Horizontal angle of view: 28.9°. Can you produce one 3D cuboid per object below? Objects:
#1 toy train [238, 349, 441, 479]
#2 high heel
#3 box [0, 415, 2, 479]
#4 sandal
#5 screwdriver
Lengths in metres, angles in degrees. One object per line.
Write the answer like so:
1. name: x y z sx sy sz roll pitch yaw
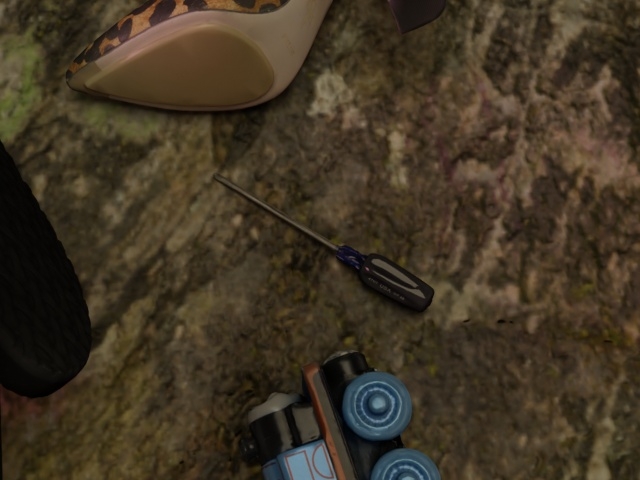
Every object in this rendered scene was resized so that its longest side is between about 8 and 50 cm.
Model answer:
1. toy train: 0.019 0.159 0.737 0.105 0.080 0.184 -17 73 -8
2. high heel: -0.057 -0.188 0.870 0.261 0.093 0.186 -16 50 -1
3. box: -0.245 0.087 0.621 0.190 0.045 0.184 -5 84 25
4. sandal: -0.287 -0.071 0.754 0.107 0.167 0.446 -41 73 9
5. screwdriver: 0.000 0.000 0.828 0.170 0.025 0.024 29 69 12
